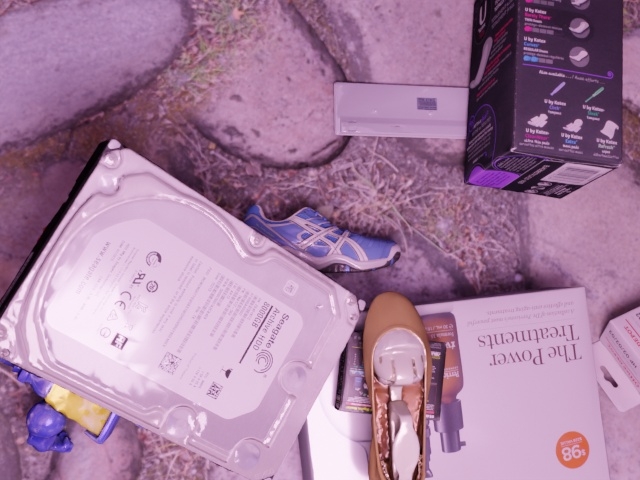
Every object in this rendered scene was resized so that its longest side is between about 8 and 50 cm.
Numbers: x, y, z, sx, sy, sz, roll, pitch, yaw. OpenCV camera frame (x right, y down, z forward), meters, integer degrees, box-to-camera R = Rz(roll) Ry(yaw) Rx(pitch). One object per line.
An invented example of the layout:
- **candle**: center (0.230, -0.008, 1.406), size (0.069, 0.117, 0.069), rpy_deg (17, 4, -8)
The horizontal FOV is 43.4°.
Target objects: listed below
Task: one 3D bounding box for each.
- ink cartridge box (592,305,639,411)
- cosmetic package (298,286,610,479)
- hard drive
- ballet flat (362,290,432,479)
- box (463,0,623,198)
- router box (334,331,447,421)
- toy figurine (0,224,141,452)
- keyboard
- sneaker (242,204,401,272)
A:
- **ink cartridge box**: center (0.450, 0.140, 1.069), size (0.181, 0.061, 0.104), rpy_deg (-23, 59, -12)
- **cosmetic package**: center (0.160, 0.217, 1.011), size (0.377, 0.097, 0.284), rpy_deg (-6, 88, -10)
- **hard drive**: center (-0.139, 0.083, 0.842), size (0.339, 0.064, 0.237), rpy_deg (35, 78, -24)
- **ballet flat**: center (0.090, 0.170, 0.877), size (0.080, 0.073, 0.232), rpy_deg (-2, 85, -7)
- **box**: center (0.282, -0.208, 1.028), size (0.143, 0.165, 0.270), rpy_deg (7, 78, -9)
- **router box**: center (0.082, 0.157, 0.935), size (0.122, 0.038, 0.092), rpy_deg (8, 83, -8)
- **toy figurine**: center (-0.285, 0.177, 0.892), size (0.217, 0.191, 0.362), rpy_deg (30, 81, -11)
- **keyboard**: center (0.144, -0.174, 1.089), size (0.256, 0.014, 0.072), rpy_deg (0, 79, -11)
- **sneaker**: center (0.000, 0.000, 1.009), size (0.211, 0.080, 0.081), rpy_deg (3, 87, -11)
